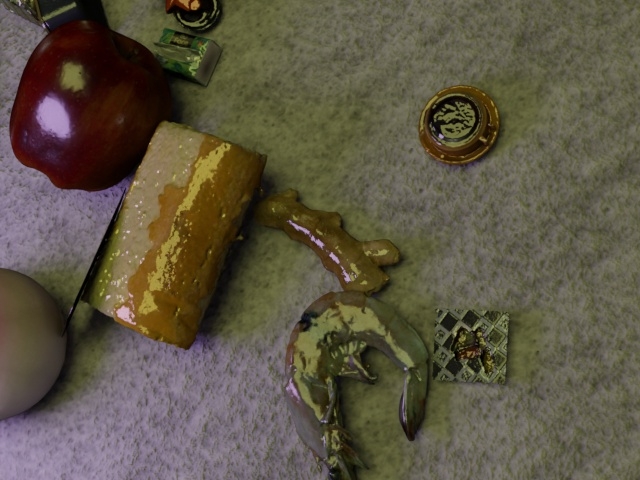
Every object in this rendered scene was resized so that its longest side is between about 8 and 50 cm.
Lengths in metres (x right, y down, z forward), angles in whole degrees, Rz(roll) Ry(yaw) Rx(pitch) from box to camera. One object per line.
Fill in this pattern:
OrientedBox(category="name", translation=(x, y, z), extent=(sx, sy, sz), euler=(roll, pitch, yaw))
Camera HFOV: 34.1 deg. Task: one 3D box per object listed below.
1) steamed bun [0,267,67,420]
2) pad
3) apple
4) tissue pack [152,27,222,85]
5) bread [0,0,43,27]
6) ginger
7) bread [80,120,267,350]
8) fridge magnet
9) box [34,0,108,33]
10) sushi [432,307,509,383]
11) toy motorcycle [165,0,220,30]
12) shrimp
OrientedBox(category="steamed bun", translation=(-0.630, 0.180, 1.887), extent=(0.309, 0.309, 0.309), euler=(-6, 74, 19))
OrientedBox(category="pad", translation=(-0.410, 0.040, 1.887), extent=(0.004, 0.181, 0.267), euler=(24, 65, -9))
OrientedBox(category="apple", translation=(-0.425, -0.250, 1.930), extent=(0.317, 0.288, 0.288), euler=(-51, 63, 24))
OrientedBox(category="tissue pack", translation=(-0.265, -0.357, 2.008), extent=(0.111, 0.079, 0.085), euler=(19, 84, 24))
OrientedBox(category="bread", translation=(-0.610, -0.522, 2.181), extent=(0.156, 0.103, 0.110), euler=(32, 77, 20))
OrientedBox(category="ginger", translation=(-0.001, -0.001, 1.818), extent=(0.299, 0.065, 0.118), euler=(30, 83, 25))
OrientedBox(category="bread", translation=(-0.249, -0.014, 1.848), extent=(0.237, 0.165, 0.375), euler=(19, 85, 39))
OrientedBox(category="fridge magnet", translation=(0.235, -0.199, 1.784), extent=(0.143, 0.063, 0.143), euler=(-4, 78, 19))
OrientedBox(category="box", translation=(-0.508, -0.494, 2.105), extent=(0.090, 0.144, 0.201), euler=(-23, 68, 10))
OrientedBox(category="sushi", translation=(0.246, 0.173, 1.700), extent=(0.126, 0.026, 0.120), euler=(0, 78, 25))
OrientedBox(category="toy motorcycle", translation=(-0.242, -0.586, 2.039), extent=(0.221, 0.148, 0.325), euler=(29, 89, 3))
OrientedBox(category="shrimp", translation=(0.062, 0.257, 1.715), extent=(0.247, 0.085, 0.360), euler=(-8, 79, 10))
